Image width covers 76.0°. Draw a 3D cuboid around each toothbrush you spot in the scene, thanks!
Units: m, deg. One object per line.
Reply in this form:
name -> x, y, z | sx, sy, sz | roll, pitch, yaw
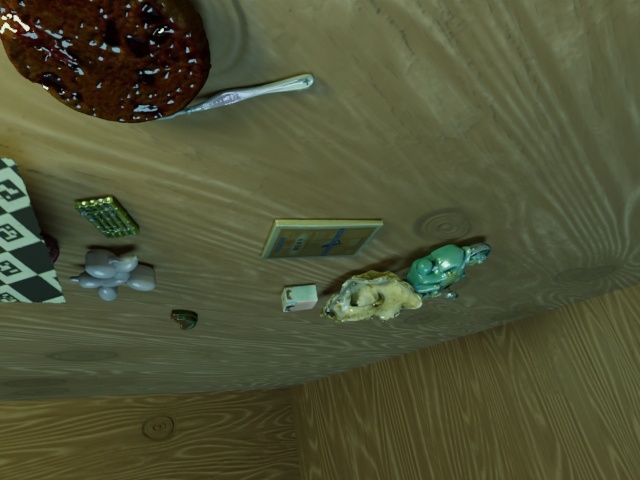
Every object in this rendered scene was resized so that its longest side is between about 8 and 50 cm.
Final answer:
toothbrush -> -0.106, -0.175, 0.504 | 0.203, 0.022, 0.017 | -12, 143, 0

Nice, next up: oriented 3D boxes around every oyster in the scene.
oyster -> 0.134, 0.166, 1.185 | 0.341, 0.166, 0.110 | -38, -176, 46

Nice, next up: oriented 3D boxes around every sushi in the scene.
sushi -> -0.538, -0.022, 0.584 | 0.293, 0.059, 0.292 | 3, 135, -10

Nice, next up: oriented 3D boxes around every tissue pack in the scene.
tissue pack -> -0.060, 0.166, 1.183 | 0.094, 0.059, 0.074 | -3, 152, -17

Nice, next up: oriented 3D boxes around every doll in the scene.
doll -> -0.418, 0.067, 0.832 | 0.160, 0.059, 0.160 | -15, 156, 8

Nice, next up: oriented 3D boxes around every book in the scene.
book -> 0.000, 0.001, 0.915 | 0.241, 0.018, 0.170 | -1, 153, -20

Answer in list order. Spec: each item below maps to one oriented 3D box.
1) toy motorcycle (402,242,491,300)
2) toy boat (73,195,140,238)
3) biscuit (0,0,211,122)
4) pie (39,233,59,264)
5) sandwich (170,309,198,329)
toy motorcycle -> 0.321, 0.098, 1.139 | 0.198, 0.109, 0.296 | 4, 143, -35
toy boat -> -0.356, -0.036, 0.691 | 0.063, 0.016, 0.115 | -10, 154, -4
biscuit -> -0.203, -0.190, 0.405 | 0.191, 0.050, 0.192 | -11, 161, -4
pie -> -0.540, 0.018, 0.708 | 0.154, 0.036, 0.154 | -8, 154, -4
sandwich -> -0.402, 0.236, 1.222 | 0.067, 0.029, 0.135 | -11, 154, -1
